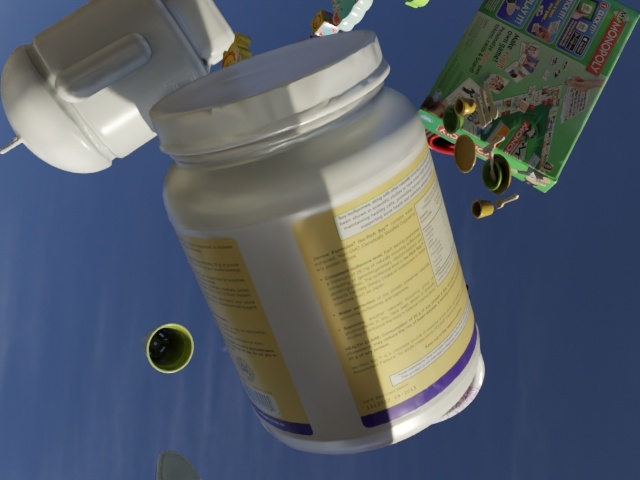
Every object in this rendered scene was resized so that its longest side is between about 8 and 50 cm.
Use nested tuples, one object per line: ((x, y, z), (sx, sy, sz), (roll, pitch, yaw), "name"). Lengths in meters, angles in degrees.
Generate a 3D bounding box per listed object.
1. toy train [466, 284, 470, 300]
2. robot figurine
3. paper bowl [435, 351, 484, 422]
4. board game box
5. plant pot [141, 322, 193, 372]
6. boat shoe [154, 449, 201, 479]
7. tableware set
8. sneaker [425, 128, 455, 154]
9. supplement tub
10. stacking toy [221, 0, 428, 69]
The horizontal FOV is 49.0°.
((0.221, 0.132, 1.084), (0.158, 0.027, 0.036), (-88, -171, -45), "toy train")
((-0.295, -0.231, 0.995), (0.353, 0.300, 0.200), (-34, -82, -4), "robot figurine")
((0.184, 0.236, 1.450), (0.284, 0.284, 0.148), (-44, -156, 25), "paper bowl")
((0.303, -0.253, 1.021), (0.213, 0.046, 0.317), (30, -107, 5), "board game box")
((-0.273, 0.182, 1.216), (0.079, 0.083, 0.083), (-2, -97, 58), "plant pot")
((-0.283, 0.571, 1.406), (0.091, 0.114, 0.303), (-51, -137, 26), "boat shoe")
((0.186, -0.104, 0.853), (0.104, 0.024, 0.154), (142, -62, -66), "tableware set")
((0.290, -0.212, 1.393), (0.128, 0.221, 0.087), (-130, -151, -51), "sneaker")
((0.000, 0.000, 0.655), (0.241, 0.241, 0.332), (0, -61, 38), "supplement tub")
((0.011, -0.231, 0.771), (0.221, 0.166, 0.052), (-45, -133, 41), "stacking toy")
